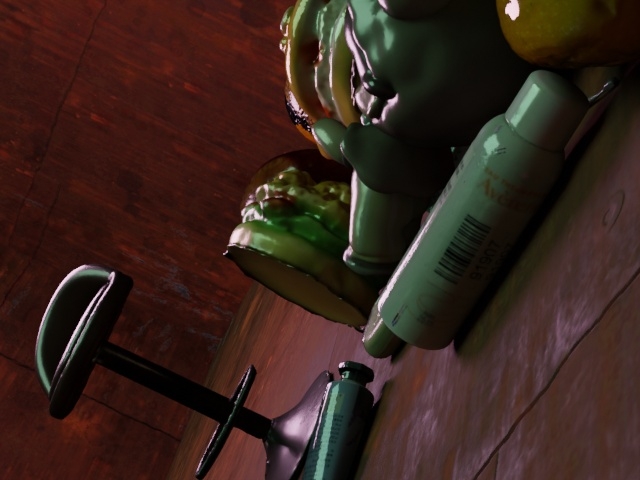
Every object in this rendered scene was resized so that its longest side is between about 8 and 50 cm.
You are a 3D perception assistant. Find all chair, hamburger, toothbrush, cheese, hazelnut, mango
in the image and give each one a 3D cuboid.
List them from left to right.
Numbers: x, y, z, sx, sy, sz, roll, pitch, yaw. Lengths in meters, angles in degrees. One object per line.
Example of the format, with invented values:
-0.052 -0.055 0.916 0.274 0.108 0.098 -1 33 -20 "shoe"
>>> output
-0.208 0.195 1.616 0.227 0.400 0.226 -63 5 9 "chair"
-0.021 -0.021 1.940 0.217 0.217 0.252 148 124 -79 "hazelnut"
0.000 0.000 1.521 0.149 0.237 0.237 -61 5 -12 "hamburger"
0.071 -0.259 1.721 0.261 0.186 0.303 -38 -52 -34 "hamburger"
0.100 0.051 1.276 0.192 0.037 0.097 122 171 -50 "cheese"
0.229 -0.119 1.012 0.008 0.006 0.097 -53 2 -20 "toothbrush"
0.216 -0.229 0.947 0.187 0.144 0.359 -59 4 20 "mango"

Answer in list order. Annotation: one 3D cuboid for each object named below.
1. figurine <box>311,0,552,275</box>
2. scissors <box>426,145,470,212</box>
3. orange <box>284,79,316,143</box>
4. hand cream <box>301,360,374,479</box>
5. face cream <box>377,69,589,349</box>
0.108 -0.139 1.217 0.248 0.203 0.381 -16 -45 -44 "figurine"
0.184 -0.147 1.424 0.256 0.030 0.125 -63 4 -10 "scissors"
0.050 -0.234 1.997 0.234 0.234 0.182 -91 21 -77 "orange"
0.002 0.247 1.246 0.088 0.055 0.256 -39 27 59 "hand cream"
0.141 -0.026 1.030 0.269 0.082 0.082 -62 6 30 "face cream"
